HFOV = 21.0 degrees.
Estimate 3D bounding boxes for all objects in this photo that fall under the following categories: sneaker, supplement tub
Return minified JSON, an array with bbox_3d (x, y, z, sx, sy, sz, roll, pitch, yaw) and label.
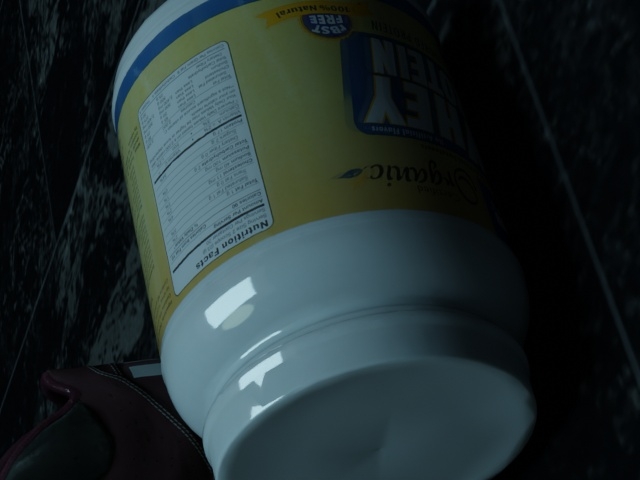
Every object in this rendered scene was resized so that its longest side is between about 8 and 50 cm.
[{"bbox_3d":[-0.116,0.198,0.930,0.106,0.162,0.281,150,120,-64],"label":"sneaker"},{"bbox_3d":[0.000,0.000,0.688,0.144,0.144,0.200,117,147,-46],"label":"supplement tub"}]
